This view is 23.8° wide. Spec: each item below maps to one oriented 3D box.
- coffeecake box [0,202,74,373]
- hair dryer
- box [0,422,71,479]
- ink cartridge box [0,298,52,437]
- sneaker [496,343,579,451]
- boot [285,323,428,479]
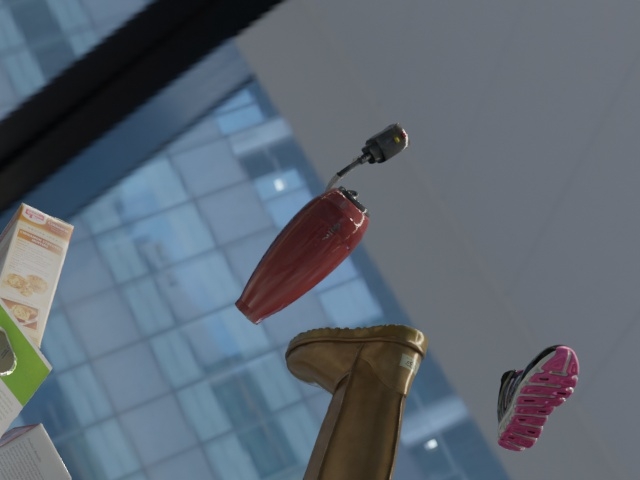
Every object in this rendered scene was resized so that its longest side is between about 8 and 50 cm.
[{"bbox_3d":[-0.345,0.075,1.663,0.142,0.068,0.185,-49,-156,39],"label":"coffeecake box"},{"bbox_3d":[0.000,0.000,1.836,0.080,0.293,0.223,42,-37,3],"label":"hair dryer"},{"bbox_3d":[-0.446,0.329,2.052,0.091,0.170,0.130,62,-29,-4],"label":"box"},{"bbox_3d":[-0.406,0.160,1.485,0.097,0.255,0.188,17,-31,35],"label":"ink cartridge box"},{"bbox_3d":[0.244,0.167,1.756,0.074,0.063,0.170,-96,-160,-44],"label":"sneaker"},{"bbox_3d":[0.009,0.237,1.828,0.089,0.269,0.236,33,-30,-29],"label":"boot"}]
